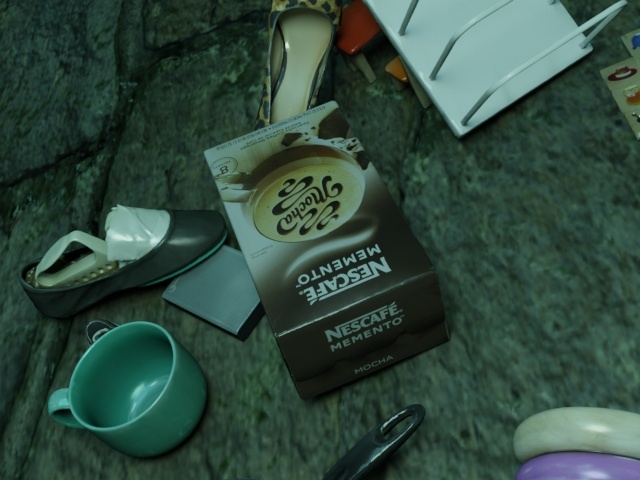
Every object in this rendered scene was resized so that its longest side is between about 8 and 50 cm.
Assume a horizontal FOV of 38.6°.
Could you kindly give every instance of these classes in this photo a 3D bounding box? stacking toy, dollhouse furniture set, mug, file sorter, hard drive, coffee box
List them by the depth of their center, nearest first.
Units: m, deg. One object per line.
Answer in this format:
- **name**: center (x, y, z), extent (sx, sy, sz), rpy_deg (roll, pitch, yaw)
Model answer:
- **stacking toy**: center (0.194, 0.295, 0.654), extent (0.141, 0.141, 0.330), rpy_deg (-3, 58, 27)
- **coffee box**: center (0.000, 0.000, 0.979), extent (0.168, 0.118, 0.297), rpy_deg (-22, 46, -4)
- **mug**: center (-0.198, 0.164, 0.985), extent (0.158, 0.097, 0.129), rpy_deg (11, 61, 35)
- **file sorter**: center (0.168, -0.296, 1.003), extent (0.193, 0.173, 0.277), rpy_deg (-33, 85, -7)
- **hard drive**: center (-0.114, 0.055, 1.079), extent (0.135, 0.022, 0.094), rpy_deg (20, 66, 38)
- **dollhouse furniture set**: center (0.114, -0.336, 1.192), extent (0.259, 0.135, 0.262), rpy_deg (-41, 46, -7)

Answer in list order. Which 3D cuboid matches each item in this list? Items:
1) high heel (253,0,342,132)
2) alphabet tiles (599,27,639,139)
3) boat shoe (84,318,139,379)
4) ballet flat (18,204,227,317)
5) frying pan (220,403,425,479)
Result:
- **high heel**: center (-0.024, -0.209, 1.108), extent (0.093, 0.261, 0.186), rpy_deg (9, 52, -12)
- **alphabet tiles**: center (0.438, -0.194, 0.992), extent (0.237, 0.009, 0.198), rpy_deg (-22, 47, 12)
- **boat shoe**: center (-0.250, 0.125, 1.084), extent (0.046, 0.038, 0.125), rpy_deg (-42, 47, -8)
- **ballet flat**: center (-0.252, 0.018, 1.112), extent (0.281, 0.096, 0.095), rpy_deg (-25, 42, 17)
- **frying pan**: center (-0.054, 0.266, 0.858), extent (0.197, 0.053, 0.326), rpy_deg (19, 63, 37)
